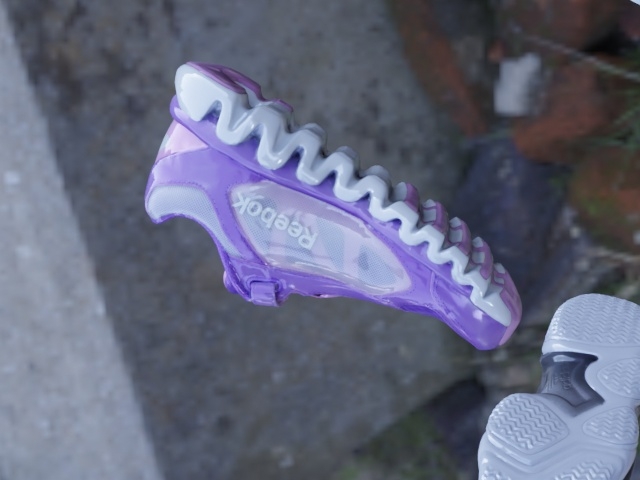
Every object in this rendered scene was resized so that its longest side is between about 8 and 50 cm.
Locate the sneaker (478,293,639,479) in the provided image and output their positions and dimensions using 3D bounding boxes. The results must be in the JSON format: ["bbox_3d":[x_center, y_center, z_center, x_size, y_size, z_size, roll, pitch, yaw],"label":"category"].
[{"bbox_3d":[0.176,0.164,1.428,0.101,0.268,0.153,15,126,16],"label":"sneaker"}]

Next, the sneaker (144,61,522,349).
[{"bbox_3d":[0.000,0.000,1.119,0.236,0.095,0.104,33,99,4],"label":"sneaker"}]

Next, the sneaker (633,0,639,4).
[{"bbox_3d":[0.212,-0.121,0.731,0.235,0.095,0.090,-1,99,14],"label":"sneaker"}]
